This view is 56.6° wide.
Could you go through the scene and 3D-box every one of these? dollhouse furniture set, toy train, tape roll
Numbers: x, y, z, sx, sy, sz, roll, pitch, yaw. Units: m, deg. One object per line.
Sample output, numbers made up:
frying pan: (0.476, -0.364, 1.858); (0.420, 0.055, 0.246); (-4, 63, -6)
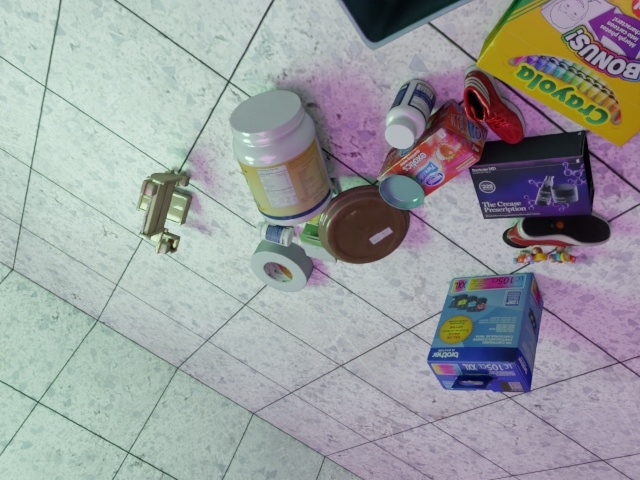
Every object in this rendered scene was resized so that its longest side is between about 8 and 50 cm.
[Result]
dollhouse furniture set: (-0.577, -0.088, 1.928); (0.173, 0.355, 0.303); (20, 103, 6)
toy train: (0.623, 0.041, 1.655); (0.166, 0.046, 0.125); (-1, 173, 19)
tape roll: (-0.139, 0.090, 2.127); (0.219, 0.072, 0.219); (16, 142, 13)

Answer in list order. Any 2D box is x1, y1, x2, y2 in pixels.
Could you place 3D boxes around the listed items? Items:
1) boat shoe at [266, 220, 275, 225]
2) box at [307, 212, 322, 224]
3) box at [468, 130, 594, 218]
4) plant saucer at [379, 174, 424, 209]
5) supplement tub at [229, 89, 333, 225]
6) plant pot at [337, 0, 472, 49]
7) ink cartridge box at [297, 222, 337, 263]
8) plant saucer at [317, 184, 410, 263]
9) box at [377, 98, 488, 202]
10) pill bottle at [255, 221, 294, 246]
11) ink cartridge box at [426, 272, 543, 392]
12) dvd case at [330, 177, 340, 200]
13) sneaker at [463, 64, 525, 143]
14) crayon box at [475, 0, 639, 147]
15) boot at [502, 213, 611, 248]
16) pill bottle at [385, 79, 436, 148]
boat shoe: (-0.144, -0.102, 1.931); (0.049, 0.040, 0.142); (16, 143, -2)
box: (0.009, -0.081, 1.857); (0.168, 0.054, 0.059); (14, 141, 14)
box: (0.516, -0.153, 1.451); (0.261, 0.103, 0.184); (-2, 132, 32)
plant saucer: (0.209, -0.128, 1.513); (0.119, 0.021, 0.119); (16, 144, 12)
supplement tub: (-0.105, -0.222, 1.615); (0.228, 0.228, 0.316); (6, 138, 24)
plant pot: (0.157, -0.549, 1.064); (0.247, 0.252, 0.247); (-14, 127, 40)
ink cartridge box: (0.000, 0.000, 1.898); (0.109, 0.062, 0.209); (15, 161, 13)
plant saucer: (0.131, -0.035, 1.747); (0.277, 0.041, 0.278); (-4, 125, -6)
box: (0.277, -0.214, 1.493); (0.128, 0.123, 0.257); (36, 141, -15)
pill bottle: (-0.155, -0.026, 2.004); (0.120, 0.067, 0.067); (16, 141, 13)
ink cartridge box: (0.485, 0.291, 1.743); (0.270, 0.395, 0.151); (-8, 131, 36)
dvd case: (-0.001, -0.158, 1.807); (0.119, 0.013, 0.087); (6, 138, 26)
sneaker: (0.385, -0.278, 1.352); (0.221, 0.128, 0.087); (44, 139, -21)
crayon box: (0.545, -0.390, 1.149); (0.363, 0.106, 0.313); (28, 142, -3)
boot: (0.621, -0.017, 1.578); (0.244, 0.088, 0.176); (4, 168, 0)
pill bottle: (0.208, -0.295, 1.399); (0.094, 0.169, 0.094); (16, 141, 13)
